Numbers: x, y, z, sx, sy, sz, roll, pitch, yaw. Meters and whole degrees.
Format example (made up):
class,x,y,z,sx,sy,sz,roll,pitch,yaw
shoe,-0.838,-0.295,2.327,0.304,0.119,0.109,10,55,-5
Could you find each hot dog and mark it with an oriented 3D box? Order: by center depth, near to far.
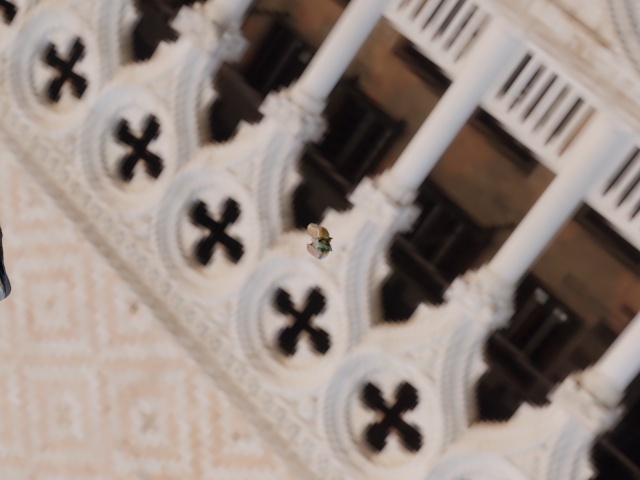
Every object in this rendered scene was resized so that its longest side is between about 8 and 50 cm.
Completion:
class,x,y,z,sx,sy,sz,roll,pitch,yaw
hot dog,0.000,0.000,1.608,0.021,0.037,0.083,0,-172,-11

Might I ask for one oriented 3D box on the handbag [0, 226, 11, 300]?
class,x,y,z,sx,sy,sz,roll,pitch,yaw
handbag,-0.376,-0.053,1.344,0.193,0.190,0.252,74,179,-56
